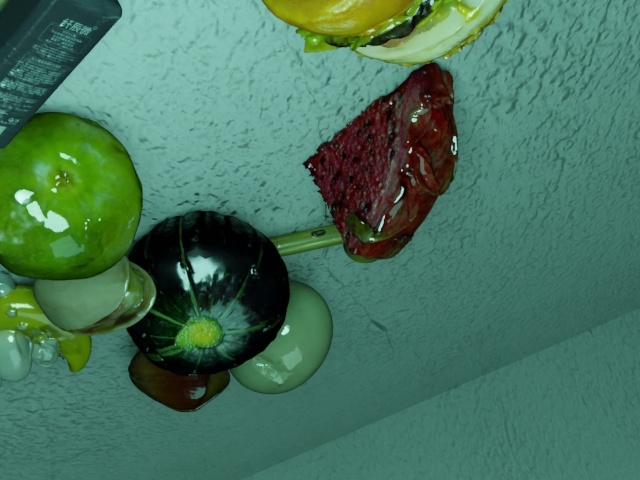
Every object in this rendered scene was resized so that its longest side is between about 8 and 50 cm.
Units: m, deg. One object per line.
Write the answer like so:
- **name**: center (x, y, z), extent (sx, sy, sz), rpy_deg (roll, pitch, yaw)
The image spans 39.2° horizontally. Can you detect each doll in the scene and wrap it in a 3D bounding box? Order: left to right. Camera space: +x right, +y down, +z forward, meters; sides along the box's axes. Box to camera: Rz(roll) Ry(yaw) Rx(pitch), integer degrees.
- **doll**: center (-0.514, 0.164, 1.528), extent (0.237, 0.111, 0.252), rpy_deg (-10, 129, -16)

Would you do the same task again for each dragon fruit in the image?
- **dragon fruit**: center (0.109, -0.141, 1.478), extent (0.240, 0.302, 0.330), rpy_deg (18, 124, -9)

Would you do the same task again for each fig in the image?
- **fig**: center (-0.358, -0.062, 1.228), extent (0.233, 0.233, 0.314), rpy_deg (-18, -166, -11)

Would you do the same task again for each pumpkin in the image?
- **pumpkin**: center (-0.199, 0.071, 1.563), extent (0.295, 0.296, 0.296), rpy_deg (-19, 154, -10)

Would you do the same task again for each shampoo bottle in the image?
- **shampoo bottle**: center (-0.305, -0.224, 0.990), extent (0.309, 0.071, 0.098), rpy_deg (-39, 154, 24)

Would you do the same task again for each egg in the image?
- **egg**: center (-0.090, 0.204, 1.881), extent (0.219, 0.219, 0.269), rpy_deg (7, 124, -46)

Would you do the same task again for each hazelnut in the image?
- **hazelnut**: center (-0.300, 0.282, 1.908), extent (0.180, 0.181, 0.212), rpy_deg (-36, 165, -6)

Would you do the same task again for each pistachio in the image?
- **pistachio**: center (-0.355, 0.078, 1.399), extent (0.215, 0.144, 0.144), rpy_deg (2, 172, 36)

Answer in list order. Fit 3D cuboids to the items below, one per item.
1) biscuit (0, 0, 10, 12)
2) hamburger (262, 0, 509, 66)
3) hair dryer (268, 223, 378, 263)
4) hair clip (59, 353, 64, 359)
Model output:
- **biscuit**: center (-0.361, -0.248, 1.013), extent (0.219, 0.033, 0.220), rpy_deg (-21, 156, -10)
- **hamburger**: center (0.078, -0.323, 0.959), extent (0.225, 0.291, 0.291), rpy_deg (10, 139, -47)
- **hair dryer**: center (0.000, 0.000, 1.741), extent (0.278, 0.090, 0.135), rpy_deg (-11, 155, -10)
- **hair clip**: center (-0.500, 0.151, 1.640), extent (0.140, 0.054, 0.220), rpy_deg (-20, 151, 4)
